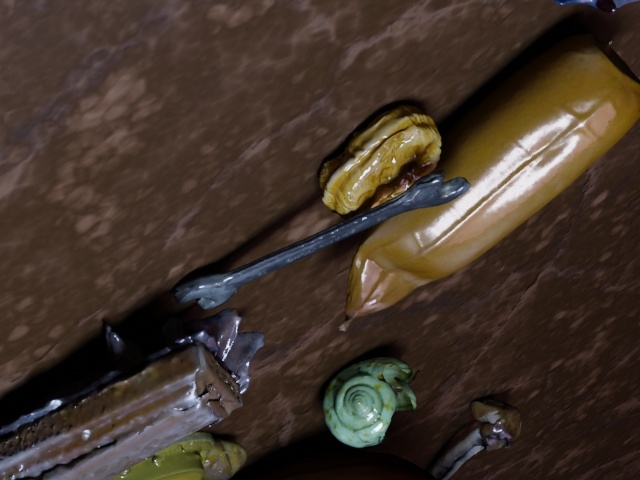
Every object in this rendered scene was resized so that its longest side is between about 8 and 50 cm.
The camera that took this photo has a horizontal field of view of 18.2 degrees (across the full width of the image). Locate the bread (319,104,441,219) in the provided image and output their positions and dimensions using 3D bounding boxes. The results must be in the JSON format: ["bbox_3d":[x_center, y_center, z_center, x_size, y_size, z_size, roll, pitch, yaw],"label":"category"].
[{"bbox_3d":[0.047,-0.062,1.599,0.111,0.044,0.083,-41,152,8],"label":"bread"}]

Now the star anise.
[{"bbox_3d":[-0.141,0.123,1.657,0.182,0.065,0.195,1,145,-46],"label":"star anise"}]

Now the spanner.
[{"bbox_3d":[0.000,0.000,1.598,0.254,0.015,0.054,-24,156,12],"label":"spanner"}]

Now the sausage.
[{"bbox_3d":[0.130,-0.045,1.663,0.328,0.112,0.112,-42,155,11],"label":"sausage"}]

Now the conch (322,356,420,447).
[{"bbox_3d":[0.057,0.158,1.979,0.106,0.079,0.170,-31,171,3],"label":"conch"}]

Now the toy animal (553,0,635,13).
[{"bbox_3d":[0.271,-0.251,1.521,0.239,0.176,0.255,111,6,-55],"label":"toy animal"}]

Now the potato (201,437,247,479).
[{"bbox_3d":[-0.103,0.209,1.884,0.092,0.045,0.046,14,90,-63],"label":"potato"}]

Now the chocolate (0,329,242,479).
[{"bbox_3d":[-0.211,0.180,1.583,0.329,0.065,0.102,-28,139,6],"label":"chocolate"}]

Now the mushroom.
[{"bbox_3d":[0.168,0.236,2.297,0.060,0.061,0.187,0,151,-33],"label":"mushroom"}]

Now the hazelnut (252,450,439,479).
[{"bbox_3d":[-0.002,0.408,2.041,0.421,0.352,0.421,2,148,1],"label":"hazelnut"}]

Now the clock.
[{"bbox_3d":[-0.192,0.241,1.752,0.237,0.057,0.237,-25,167,-6],"label":"clock"}]
